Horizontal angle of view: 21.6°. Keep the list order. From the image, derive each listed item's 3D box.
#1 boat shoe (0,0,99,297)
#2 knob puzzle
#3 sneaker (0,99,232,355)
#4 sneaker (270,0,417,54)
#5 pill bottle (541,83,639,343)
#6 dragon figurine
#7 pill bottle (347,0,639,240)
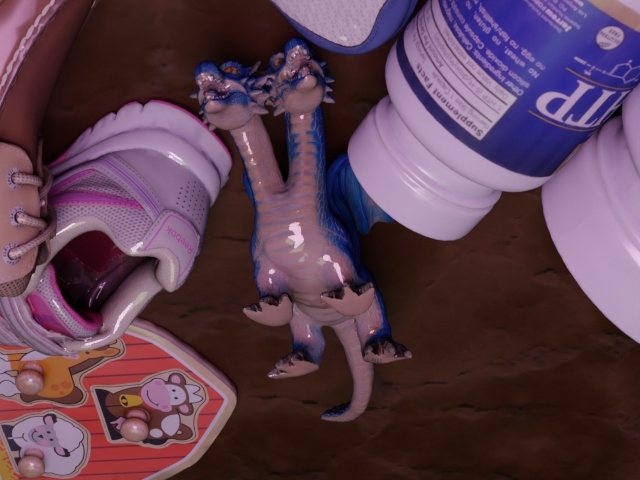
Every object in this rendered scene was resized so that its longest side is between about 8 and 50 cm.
[{"bbox_3d":[-0.193,-0.020,0.898,0.116,0.123,0.324,36,105,4],"label":"boat shoe"},{"bbox_3d":[-0.153,0.116,1.137,0.213,0.030,0.213,2,132,2],"label":"knob puzzle"},{"bbox_3d":[-0.168,0.016,0.991,0.252,0.111,0.103,-29,125,27],"label":"sneaker"},{"bbox_3d":[-0.011,-0.191,0.780,0.112,0.131,0.296,-7,133,8],"label":"sneaker"},{"bbox_3d":[0.259,-0.066,0.852,0.161,0.161,0.283,32,127,-23],"label":"pill bottle"},{"bbox_3d":[0.000,0.000,0.982,0.085,0.144,0.289,-11,150,11],"label":"dragon figurine"},{"bbox_3d":[0.099,-0.091,0.865,0.112,0.112,0.186,27,125,-19],"label":"pill bottle"}]
